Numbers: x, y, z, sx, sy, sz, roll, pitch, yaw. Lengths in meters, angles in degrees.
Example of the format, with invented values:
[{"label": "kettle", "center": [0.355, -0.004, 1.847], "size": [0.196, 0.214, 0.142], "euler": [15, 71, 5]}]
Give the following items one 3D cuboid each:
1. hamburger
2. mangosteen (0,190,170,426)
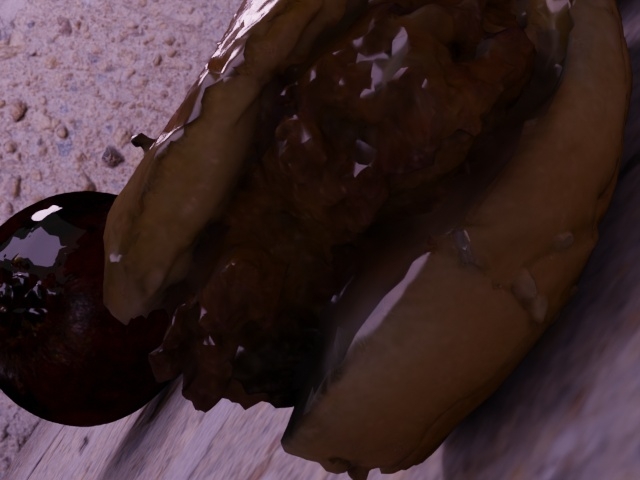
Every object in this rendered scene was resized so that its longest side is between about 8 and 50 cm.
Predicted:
[{"label": "hamburger", "center": [0.026, -0.053, 0.442], "size": [0.282, 0.155, 0.245], "euler": [-60, 10, -15]}, {"label": "mangosteen", "center": [-0.214, 0.063, 1.166], "size": [0.235, 0.235, 0.261], "euler": [-52, -24, 19]}]
